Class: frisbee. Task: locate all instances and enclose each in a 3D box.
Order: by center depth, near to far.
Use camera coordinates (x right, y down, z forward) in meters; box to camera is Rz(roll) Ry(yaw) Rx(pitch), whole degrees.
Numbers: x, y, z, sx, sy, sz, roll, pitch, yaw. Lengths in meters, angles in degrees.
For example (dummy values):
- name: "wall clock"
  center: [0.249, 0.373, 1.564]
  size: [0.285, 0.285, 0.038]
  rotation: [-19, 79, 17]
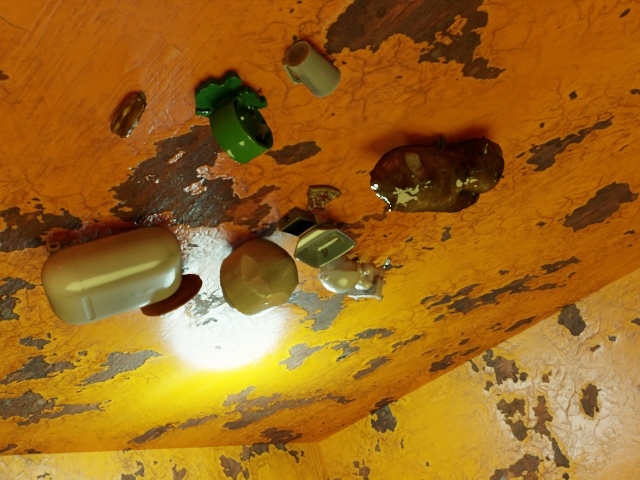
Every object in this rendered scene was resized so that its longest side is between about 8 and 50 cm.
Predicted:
- name: "frisbee"
  center: [-0.426, 0.145, 2.077]
  size: [0.192, 0.192, 0.035]
  rotation: [-19, 118, 5]

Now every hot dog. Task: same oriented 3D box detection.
- name: "hot dog"
  center: [-0.390, -0.257, 1.495]
  size: [0.049, 0.037, 0.122]
  rotation: [21, 130, -33]

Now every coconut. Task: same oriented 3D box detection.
- name: "coconut"
  center: [-0.165, 0.102, 2.083]
  size: [0.234, 0.224, 0.224]
  rotation: [-28, 150, 24]

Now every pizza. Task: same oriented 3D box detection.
- name: "pizza"
  center: [0.013, -0.117, 1.976]
  size: [0.099, 0.029, 0.100]
  rotation: [-11, 152, -13]

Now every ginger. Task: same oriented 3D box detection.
- name: "ginger"
  center: [0.315, -0.179, 1.881]
  size: [0.419, 0.176, 0.254]
  rotation: [1, 144, -39]

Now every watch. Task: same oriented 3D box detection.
- name: "watch"
  center: [-0.181, -0.241, 1.516]
  size: [0.131, 0.151, 0.165]
  rotation: [-26, 153, 22]

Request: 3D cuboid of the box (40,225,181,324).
- name: "box"
  center: [-0.532, 0.091, 1.902]
  size: [0.349, 0.141, 0.288]
  rotation: [-17, 157, -18]

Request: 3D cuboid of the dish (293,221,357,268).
- name: "dish"
  center: [0.000, 0.000, 2.111]
  size: [0.154, 0.064, 0.234]
  rotation: [-32, 158, 12]

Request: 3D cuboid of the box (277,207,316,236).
- name: "box"
  center: [-0.067, -0.051, 2.044]
  size: [0.079, 0.035, 0.083]
  rotation: [-35, 148, 30]

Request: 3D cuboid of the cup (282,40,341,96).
- name: "cup"
  center: [-0.028, -0.349, 1.503]
  size: [0.104, 0.074, 0.116]
  rotation: [0, 160, 35]

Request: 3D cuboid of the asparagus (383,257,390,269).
- name: "asparagus"
  center: [0.214, 0.101, 2.500]
  size: [0.013, 0.016, 0.166]
  rotation: [21, 147, 0]

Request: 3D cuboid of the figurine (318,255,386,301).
- name: "figurine"
  center: [0.083, 0.117, 2.342]
  size: [0.257, 0.182, 0.144]
  rotation: [20, 93, -40]

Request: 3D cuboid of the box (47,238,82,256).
- name: "box"
  center: [-0.647, 0.023, 1.867]
  size: [0.083, 0.024, 0.054]
  rotation: [-10, 150, -14]
